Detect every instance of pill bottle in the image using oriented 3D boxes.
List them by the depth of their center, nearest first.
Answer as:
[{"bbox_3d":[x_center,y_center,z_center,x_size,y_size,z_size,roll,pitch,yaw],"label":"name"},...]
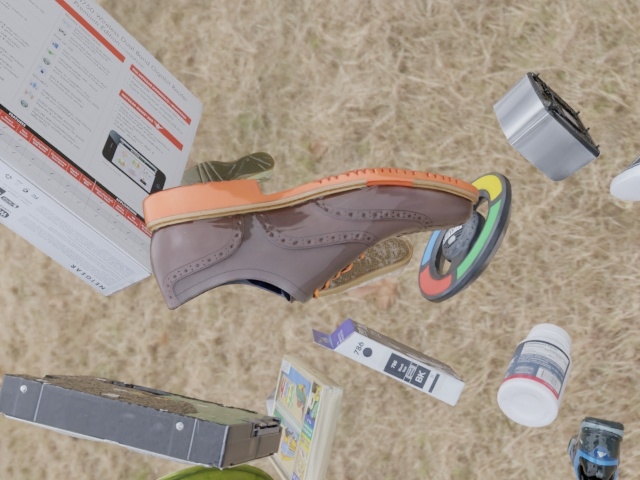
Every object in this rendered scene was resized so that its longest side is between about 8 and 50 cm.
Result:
[{"bbox_3d":[0.395,0.238,1.448,0.108,0.180,0.108,16,130,20],"label":"pill bottle"}]

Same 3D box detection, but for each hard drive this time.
[{"bbox_3d":[-0.246,0.251,1.137,0.338,0.237,0.064,8,83,15],"label":"hard drive"}]

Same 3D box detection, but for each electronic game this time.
[{"bbox_3d":[0.225,-0.006,1.263,0.229,0.048,0.229,-56,14,21],"label":"electronic game"}]

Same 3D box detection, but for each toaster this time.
[{"bbox_3d":[0.435,-0.226,1.558,0.110,0.185,0.168,-42,30,26],"label":"toaster"}]

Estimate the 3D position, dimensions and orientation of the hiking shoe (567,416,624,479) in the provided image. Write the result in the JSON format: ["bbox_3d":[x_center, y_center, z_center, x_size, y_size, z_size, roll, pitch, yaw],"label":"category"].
[{"bbox_3d":[0.576,0.482,1.705,0.113,0.304,0.132,10,61,23],"label":"hiking shoe"}]

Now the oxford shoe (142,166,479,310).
[{"bbox_3d":[0.000,0.000,0.641,0.097,0.271,0.098,139,124,-78],"label":"oxford shoe"}]

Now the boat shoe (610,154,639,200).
[{"bbox_3d":[0.697,-0.172,1.563,0.301,0.108,0.102,-37,39,53],"label":"boat shoe"}]

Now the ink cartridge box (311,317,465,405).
[{"bbox_3d":[0.143,0.250,1.750,0.332,0.165,0.065,24,93,-5],"label":"ink cartridge box"}]

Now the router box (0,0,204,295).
[{"bbox_3d":[-0.301,-0.151,0.914,0.082,0.335,0.301,-24,39,31],"label":"router box"}]

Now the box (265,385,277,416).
[{"bbox_3d":[-0.101,0.559,2.408,0.056,0.183,0.231,-9,94,10],"label":"box"}]

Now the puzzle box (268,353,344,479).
[{"bbox_3d":[-0.051,0.445,1.949,0.409,0.052,0.272,-175,96,-74],"label":"puzzle box"}]

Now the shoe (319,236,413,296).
[{"bbox_3d":[0.037,0.049,1.225,0.058,0.219,0.077,98,156,-60],"label":"shoe"}]

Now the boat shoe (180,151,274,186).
[{"bbox_3d":[-0.145,-0.095,1.238,0.056,0.153,0.048,60,157,27],"label":"boat shoe"}]

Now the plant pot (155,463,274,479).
[{"bbox_3d":[-0.177,0.640,1.364,0.366,0.366,0.353,-60,39,22],"label":"plant pot"}]
